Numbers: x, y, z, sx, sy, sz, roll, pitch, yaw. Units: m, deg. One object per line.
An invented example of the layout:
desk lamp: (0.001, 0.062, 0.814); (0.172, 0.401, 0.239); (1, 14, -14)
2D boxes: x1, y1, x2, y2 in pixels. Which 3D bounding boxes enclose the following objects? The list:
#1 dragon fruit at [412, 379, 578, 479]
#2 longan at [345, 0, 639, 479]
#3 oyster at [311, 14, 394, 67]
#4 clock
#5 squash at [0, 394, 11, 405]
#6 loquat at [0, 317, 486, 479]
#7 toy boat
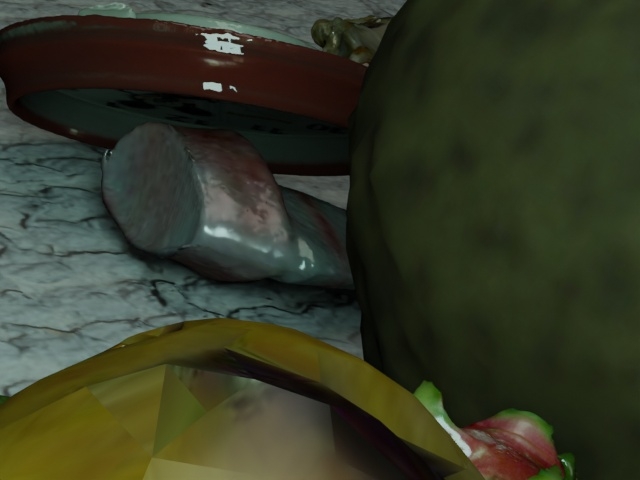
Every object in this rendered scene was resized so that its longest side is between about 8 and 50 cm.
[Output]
dragon fruit: (0.044, 0.157, 0.795); (0.137, 0.135, 0.236); (27, 38, 16)
longan: (0.200, -0.014, 0.991); (0.391, 0.391, 0.391); (14, 18, -5)
oyster: (0.111, -0.116, 1.717); (0.361, 0.096, 0.221); (25, 25, 25)
clock: (-0.080, -0.114, 1.370); (0.318, 0.080, 0.318); (7, -7, 1)
squash: (-0.131, 0.110, 0.873); (0.252, 0.066, 0.066); (13, 18, -5)
loquat: (-0.032, 0.143, 0.596); (0.235, 0.235, 0.235); (14, 18, -5)
toy boat: (0.000, 0.000, 1.317); (0.282, 0.096, 0.206); (19, 9, -36)
